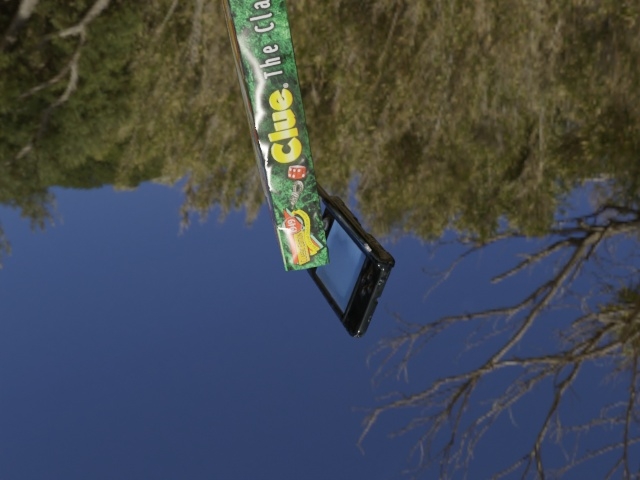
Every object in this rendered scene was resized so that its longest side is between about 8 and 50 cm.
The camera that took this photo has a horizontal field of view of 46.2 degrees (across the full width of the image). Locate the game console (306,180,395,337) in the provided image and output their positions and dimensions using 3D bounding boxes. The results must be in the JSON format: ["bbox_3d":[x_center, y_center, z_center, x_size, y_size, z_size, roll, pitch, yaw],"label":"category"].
[{"bbox_3d":[0.000,0.000,0.590,0.071,0.107,0.122,10,-158,-25],"label":"game console"}]

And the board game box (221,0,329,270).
[{"bbox_3d":[-0.037,-0.125,0.373,0.030,0.259,0.136,-12,-144,-2],"label":"board game box"}]
